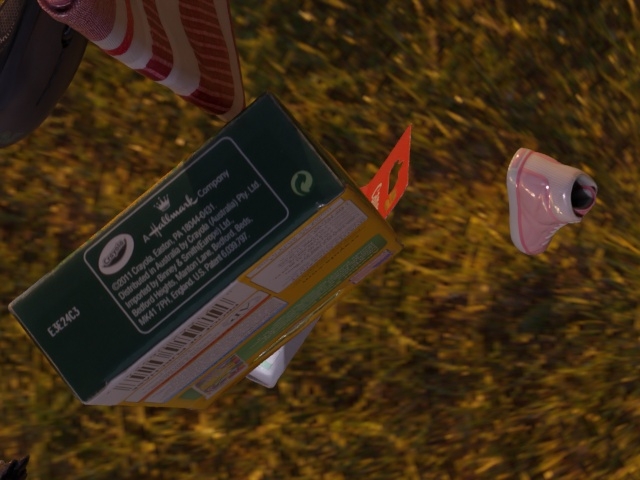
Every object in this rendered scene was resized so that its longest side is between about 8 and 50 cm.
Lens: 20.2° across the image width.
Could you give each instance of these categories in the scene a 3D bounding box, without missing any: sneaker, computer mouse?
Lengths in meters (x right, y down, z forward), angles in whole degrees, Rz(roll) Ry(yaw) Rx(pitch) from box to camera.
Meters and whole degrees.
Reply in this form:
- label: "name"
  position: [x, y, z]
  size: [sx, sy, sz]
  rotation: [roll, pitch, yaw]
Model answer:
- label: "sneaker"
  position: [0.202, -0.023, 1.542]
  size: [0.070, 0.134, 0.051]
  rotation: [18, 61, 23]
- label: "computer mouse"
  position: [-0.277, -0.184, 1.730]
  size: [0.072, 0.188, 0.272]
  rotation: [40, 101, 22]

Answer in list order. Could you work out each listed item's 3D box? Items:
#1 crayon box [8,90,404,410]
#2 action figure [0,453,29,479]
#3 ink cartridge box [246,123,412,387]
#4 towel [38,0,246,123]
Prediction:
- label: "crayon box"
  position: [-0.061, 0.020, 1.197]
  size: [0.203, 0.323, 0.083]
  rotation: [-39, 79, 3]
- label: "action figure"
  position: [-0.298, 0.330, 1.798]
  size: [0.141, 0.275, 0.164]
  rotation: [26, 112, -14]
- label: "ink cartridge box"
  position: [0.000, 0.000, 1.595]
  size: [0.056, 0.181, 0.224]
  rotation: [29, 110, -8]
- label: "towel"
  position: [-0.107, -0.208, 1.057]
  size: [0.037, 0.329, 0.237]
  rotation: [-10, 81, 12]
